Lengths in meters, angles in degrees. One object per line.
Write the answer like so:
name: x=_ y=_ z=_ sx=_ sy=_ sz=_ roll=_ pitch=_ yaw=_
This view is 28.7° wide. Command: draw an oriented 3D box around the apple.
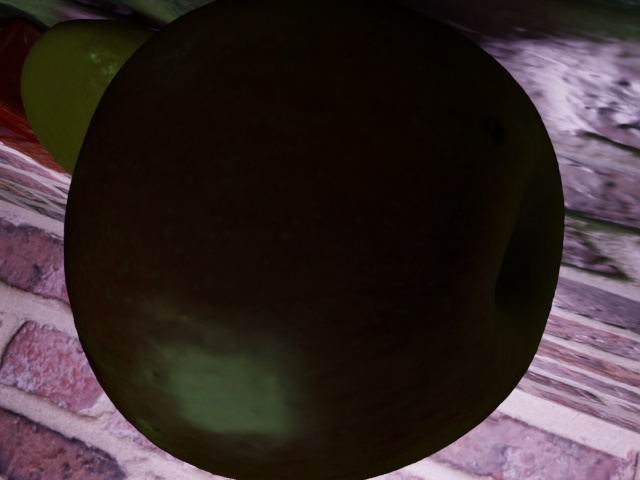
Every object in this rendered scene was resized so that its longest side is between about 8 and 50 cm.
apple: x=0.000 y=0.000 z=0.846 sx=0.339 sy=0.339 sz=0.339 roll=22 pitch=171 yaw=4

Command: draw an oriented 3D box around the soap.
soap: x=-0.103 y=-0.068 z=1.241 sx=0.427 sy=0.115 sz=0.306 roll=29 pitch=156 yaw=-10

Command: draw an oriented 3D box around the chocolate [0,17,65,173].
chocolate: x=-0.326 y=-0.161 z=1.427 sx=0.235 sy=0.108 sz=0.237 roll=29 pitch=171 yaw=-37
